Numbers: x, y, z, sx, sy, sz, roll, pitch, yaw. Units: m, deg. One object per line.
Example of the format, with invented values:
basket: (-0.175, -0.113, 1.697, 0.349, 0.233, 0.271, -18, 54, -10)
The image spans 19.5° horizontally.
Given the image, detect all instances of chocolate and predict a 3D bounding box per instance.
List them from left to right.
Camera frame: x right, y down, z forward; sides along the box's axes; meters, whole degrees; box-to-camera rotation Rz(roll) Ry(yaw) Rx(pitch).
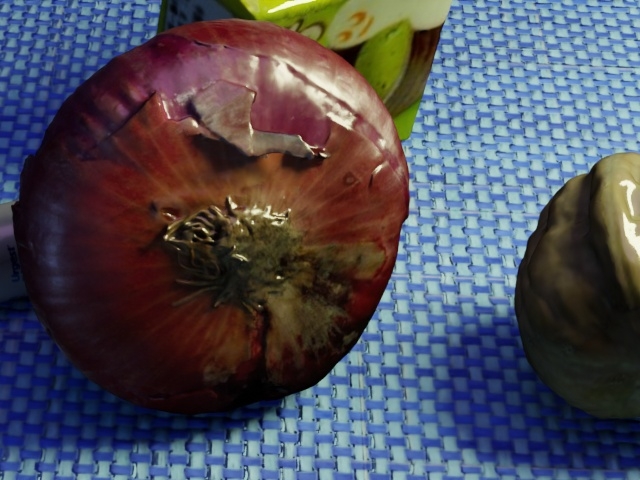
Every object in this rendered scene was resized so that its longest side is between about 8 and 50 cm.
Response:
chocolate: (-0.015, -0.199, 1.869, 0.288, 0.301, 0.137, -20, 55, -28)

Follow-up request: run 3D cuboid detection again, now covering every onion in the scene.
onion: (-0.101, -0.029, 1.615, 0.347, 0.348, 0.285, -11, 24, -20)

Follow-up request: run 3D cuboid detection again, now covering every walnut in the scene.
walnut: (0.291, 0.047, 1.621, 0.248, 0.248, 0.248, 3, 37, -2)

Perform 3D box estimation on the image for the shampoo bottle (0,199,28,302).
shampoo bottle: (-0.273, 0.006, 1.731, 0.303, 0.092, 0.092, -14, 40, -22)
